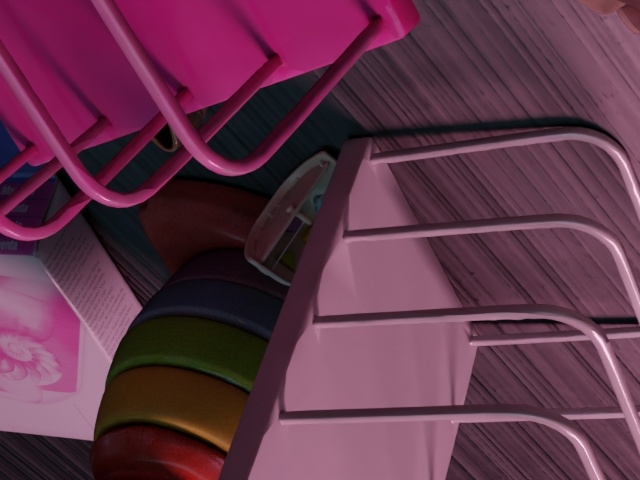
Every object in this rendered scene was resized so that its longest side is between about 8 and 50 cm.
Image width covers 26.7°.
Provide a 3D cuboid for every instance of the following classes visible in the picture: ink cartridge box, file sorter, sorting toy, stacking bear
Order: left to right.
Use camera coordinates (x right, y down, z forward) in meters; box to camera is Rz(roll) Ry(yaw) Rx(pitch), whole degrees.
[{"bbox_3d":[-0.302,0.034,1.048,0.324,0.071,0.330,1,139,28],"label":"ink cartridge box"},{"bbox_3d":[-0.147,-0.115,0.651,0.291,0.182,0.202,-14,115,39],"label":"file sorter"},{"bbox_3d":[-0.079,0.126,0.854,0.164,0.289,0.175,7,140,21],"label":"stacking bear"},{"bbox_3d":[0.000,0.000,0.843,0.075,0.083,0.045,38,167,-18],"label":"sorting toy"},{"bbox_3d":[0.090,0.096,0.744,0.173,0.277,0.193,-6,134,28],"label":"file sorter"}]

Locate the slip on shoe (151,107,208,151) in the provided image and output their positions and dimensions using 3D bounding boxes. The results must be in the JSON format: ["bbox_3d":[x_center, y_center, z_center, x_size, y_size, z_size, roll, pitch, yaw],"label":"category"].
[{"bbox_3d":[-0.117,-0.109,0.794,0.051,0.041,0.135,-8,133,35],"label":"slip on shoe"}]

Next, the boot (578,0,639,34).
[{"bbox_3d":[0.143,-0.141,0.617,0.118,0.042,0.087,40,142,-20],"label":"boot"}]
